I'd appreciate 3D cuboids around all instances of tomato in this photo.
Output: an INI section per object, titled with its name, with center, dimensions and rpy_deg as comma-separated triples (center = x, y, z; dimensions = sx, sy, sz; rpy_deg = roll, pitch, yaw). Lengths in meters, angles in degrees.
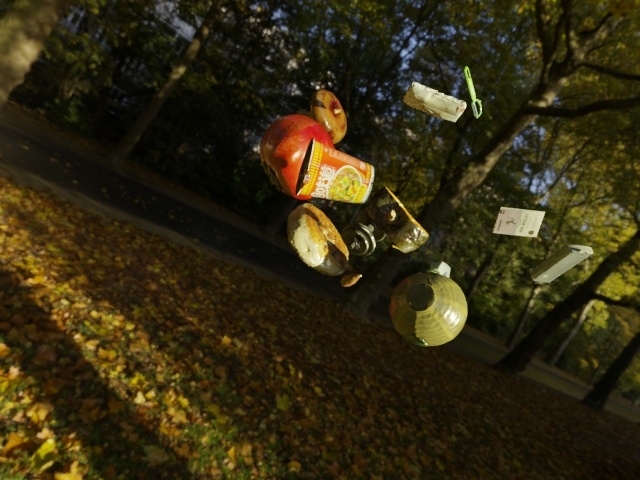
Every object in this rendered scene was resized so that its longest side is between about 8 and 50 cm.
[tomato]
center = -0.090, -0.331, 1.786
dimensions = 0.293, 0.290, 0.325
rpy_deg = 39, -15, 39

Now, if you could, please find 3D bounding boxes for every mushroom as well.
[mushroom]
center = 0.016, -0.582, 2.182
dimensions = 0.268, 0.255, 0.267
rpy_deg = 22, 49, -28

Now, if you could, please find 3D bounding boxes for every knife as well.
[knife]
center = 0.599, -0.585, 1.754
dimensions = 0.015, 0.054, 0.212
rpy_deg = 23, -31, 53

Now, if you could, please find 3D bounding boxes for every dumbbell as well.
[dumbbell]
center = 0.223, -0.039, 2.260
dimensions = 0.192, 0.191, 0.290
rpy_deg = 29, 45, 19

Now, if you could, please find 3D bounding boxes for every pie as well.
[pie]
center = 0.000, 0.000, 1.673
dimensions = 0.315, 0.092, 0.315
rpy_deg = 41, 28, -27

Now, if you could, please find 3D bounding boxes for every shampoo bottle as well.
[shampoo bottle]
center = 0.520, 0.273, 2.055
dimensions = 0.078, 0.358, 0.134
rpy_deg = -2, -29, 39

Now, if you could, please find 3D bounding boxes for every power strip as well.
[power strip]
center = 0.638, 0.067, 1.205
dimensions = 0.060, 0.027, 0.252
rpy_deg = 8, -24, 1

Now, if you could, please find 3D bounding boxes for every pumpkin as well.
[pumpkin]
center = 0.324, -0.095, 1.958
dimensions = 0.222, 0.139, 0.317
rpy_deg = 17, 36, -57

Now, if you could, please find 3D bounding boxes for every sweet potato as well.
[sweet potato]
center = 0.084, 0.111, 1.281
dimensions = 0.034, 0.034, 0.095
rpy_deg = 27, -38, -22

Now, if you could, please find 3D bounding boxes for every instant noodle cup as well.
[instant noodle cup]
center = 0.048, -0.199, 1.391
dimensions = 0.213, 0.192, 0.193
rpy_deg = 15, 5, -10

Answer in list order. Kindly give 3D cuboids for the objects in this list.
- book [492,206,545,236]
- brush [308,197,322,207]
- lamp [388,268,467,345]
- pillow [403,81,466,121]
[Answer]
[book]
center = 0.828, -0.076, 1.874
dimensions = 0.182, 0.127, 0.014
rpy_deg = 7, 36, 5
[brush]
center = -0.077, -0.214, 2.100
dimensions = 0.191, 0.034, 0.028
rpy_deg = 33, 11, 19
[lamp]
center = 0.362, 0.231, 1.481
dimensions = 0.250, 0.250, 0.284
rpy_deg = 30, -9, 38
[pillow]
center = 0.433, -0.527, 1.710
dimensions = 0.230, 0.050, 0.128
rpy_deg = 23, -17, 6
